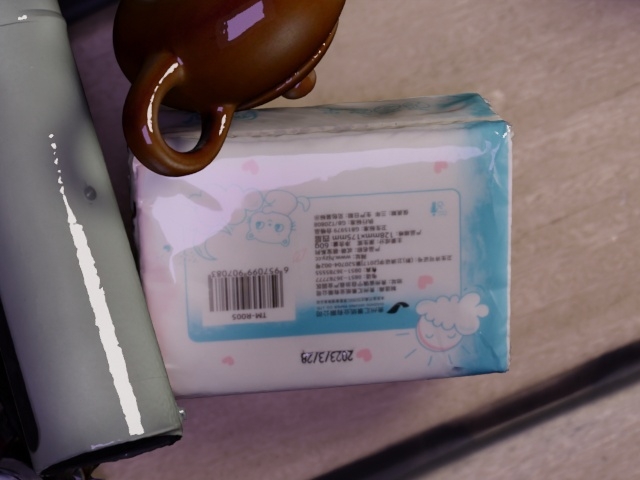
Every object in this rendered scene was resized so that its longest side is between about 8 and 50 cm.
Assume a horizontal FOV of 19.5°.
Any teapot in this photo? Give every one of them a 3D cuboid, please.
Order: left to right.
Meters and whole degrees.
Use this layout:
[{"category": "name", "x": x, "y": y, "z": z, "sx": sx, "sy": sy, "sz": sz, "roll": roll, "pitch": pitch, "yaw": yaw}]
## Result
[{"category": "teapot", "x": -0.056, "y": -0.135, "z": 1.266, "sx": 0.135, "sy": 0.178, "sz": 0.252, "roll": 46, "pitch": 51, "yaw": -26}]

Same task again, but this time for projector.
[{"category": "projector", "x": -0.188, "y": -0.013, "z": 1.270, "sx": 0.108, "sy": 0.108, "sz": 0.337, "roll": -17, "pitch": 81, "yaw": -1}]

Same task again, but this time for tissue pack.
[{"category": "tissue pack", "x": 0.000, "y": 0.002, "z": 1.344, "sx": 0.271, "sy": 0.124, "sz": 0.201, "roll": -4, "pitch": 104, "yaw": -6}]

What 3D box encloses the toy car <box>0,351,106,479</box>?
[{"category": "toy car", "x": -0.261, "y": 0.137, "z": 1.338, "sx": 0.158, "sy": 0.172, "sz": 0.235, "roll": -21, "pitch": 101, "yaw": 15}]
